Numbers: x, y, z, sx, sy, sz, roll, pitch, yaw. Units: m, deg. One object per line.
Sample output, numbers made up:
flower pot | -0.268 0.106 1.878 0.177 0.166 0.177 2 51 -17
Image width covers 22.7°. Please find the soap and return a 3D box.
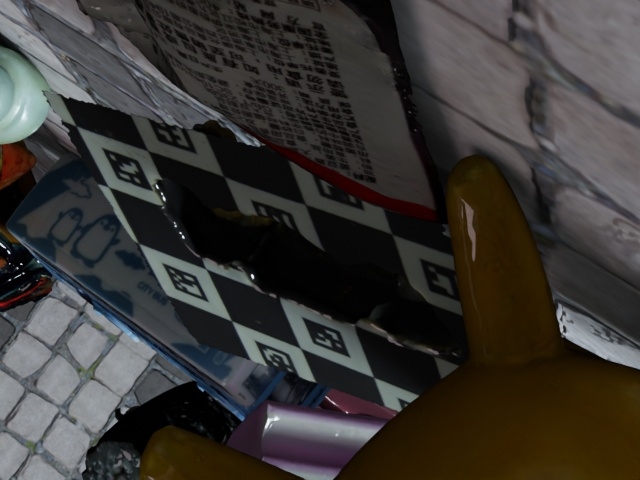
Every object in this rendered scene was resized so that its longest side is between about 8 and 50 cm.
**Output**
soap | 0.033 0.181 1.234 0.203 0.065 0.122 11 155 -16

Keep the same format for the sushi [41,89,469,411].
sushi | 0.000 0.000 0.734 0.215 0.050 0.192 17 149 34

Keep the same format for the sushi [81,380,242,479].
sushi | -0.090 0.230 1.513 0.225 0.219 0.238 -42 72 49

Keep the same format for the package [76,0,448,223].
package | -0.034 -0.074 0.512 0.154 0.030 0.239 34 168 19

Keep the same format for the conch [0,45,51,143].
conch | -0.217 -0.098 1.018 0.088 0.065 0.180 33 -179 2

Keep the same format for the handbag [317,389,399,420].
handbag | -0.030 0.118 1.489 0.216 0.074 0.203 42 169 -32

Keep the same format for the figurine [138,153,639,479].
figurine | 0.143 0.178 0.521 0.387 0.268 0.401 47 141 30

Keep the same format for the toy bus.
toy bus | -0.123 0.044 1.335 0.297 0.106 0.131 32 168 33

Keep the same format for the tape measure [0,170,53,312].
tape measure | -0.333 -0.043 1.420 0.202 0.135 0.223 67 -165 19

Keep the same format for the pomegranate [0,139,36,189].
pomegranate | -0.317 -0.065 1.227 0.214 0.214 0.248 30 -165 33
